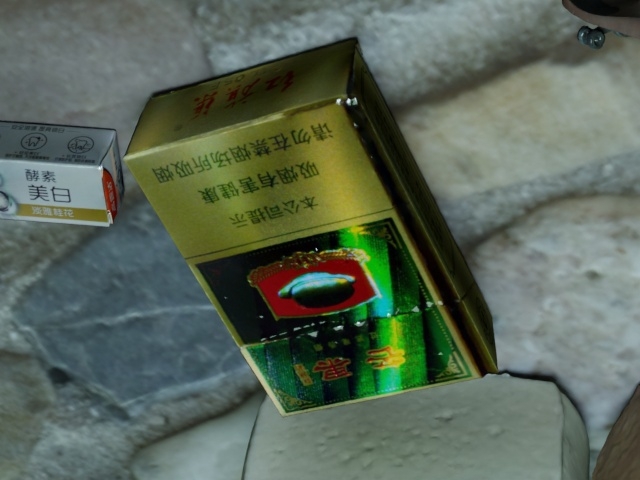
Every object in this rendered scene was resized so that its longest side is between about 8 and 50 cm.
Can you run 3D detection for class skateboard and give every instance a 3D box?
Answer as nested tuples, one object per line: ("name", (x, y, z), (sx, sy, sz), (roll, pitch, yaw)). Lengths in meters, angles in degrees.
("skateboard", (0.188, -0.132, 0.932), (0.151, 0.067, 0.080), (30, 129, 46))

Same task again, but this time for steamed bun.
("steamed bun", (0.067, 0.191, 1.205), (0.242, 0.146, 0.164), (-2, 126, 12))

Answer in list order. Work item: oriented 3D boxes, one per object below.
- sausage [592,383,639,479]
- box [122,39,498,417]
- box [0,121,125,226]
("sausage", (0.311, 0.192, 1.168), (0.253, 0.123, 0.123), (35, 128, -17))
("box", (0.000, 0.000, 1.110), (0.159, 0.071, 0.240), (-16, 125, 21))
("box", (-0.240, -0.048, 1.142), (0.218, 0.039, 0.055), (5, 132, 8))
